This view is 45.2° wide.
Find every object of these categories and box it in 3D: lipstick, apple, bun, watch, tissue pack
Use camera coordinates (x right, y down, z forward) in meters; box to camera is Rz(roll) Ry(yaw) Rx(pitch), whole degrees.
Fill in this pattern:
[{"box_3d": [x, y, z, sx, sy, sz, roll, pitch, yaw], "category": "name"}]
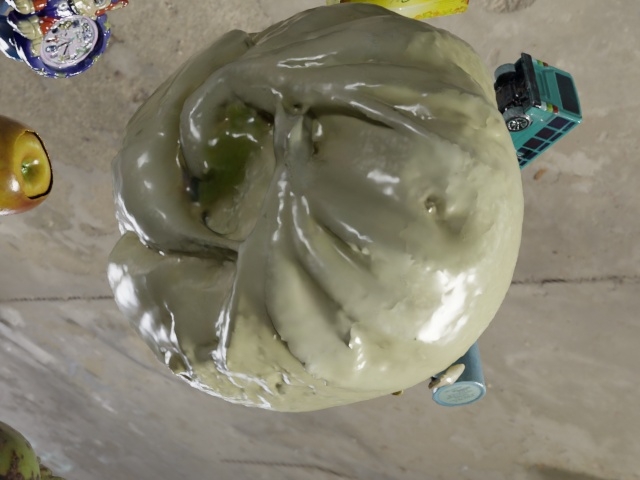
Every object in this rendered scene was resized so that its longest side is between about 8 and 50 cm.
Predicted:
[{"box_3d": [0.142, 0.059, 0.909, 0.061, 0.274, 0.068, -9, 141, 6], "category": "lipstick"}, {"box_3d": [-0.667, -0.150, 1.591, 0.207, 0.237, 0.237, 10, 144, 23], "category": "apple"}, {"box_3d": [-0.015, -0.032, 0.425, 0.259, 0.259, 0.160, 5, 155, 33], "category": "bun"}, {"box_3d": [-0.413, -0.361, 1.154, 0.200, 0.196, 0.171, 44, 153, 23], "category": "watch"}, {"box_3d": [0.099, -0.322, 0.947, 0.176, 0.062, 0.095, -10, 148, -10], "category": "tissue pack"}]

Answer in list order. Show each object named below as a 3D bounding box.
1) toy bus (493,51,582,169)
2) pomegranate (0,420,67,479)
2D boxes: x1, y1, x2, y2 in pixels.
[{"box_3d": [0.213, -0.127, 0.878, 0.092, 0.079, 0.160, 14, 146, -24], "category": "toy bus"}, {"box_3d": [-0.532, 0.396, 1.167, 0.242, 0.242, 0.306, 22, 155, 12], "category": "pomegranate"}]
